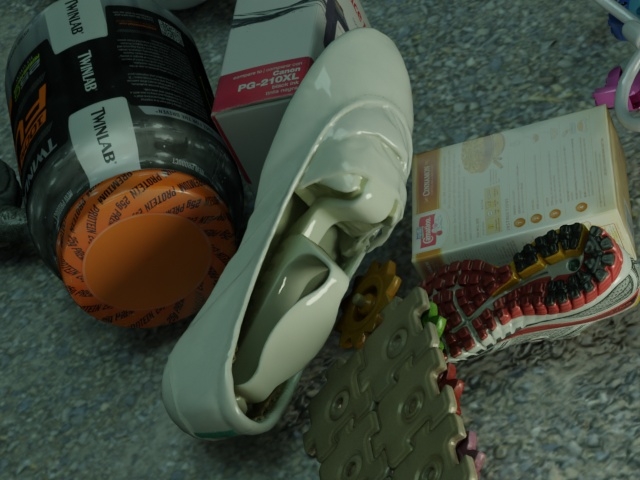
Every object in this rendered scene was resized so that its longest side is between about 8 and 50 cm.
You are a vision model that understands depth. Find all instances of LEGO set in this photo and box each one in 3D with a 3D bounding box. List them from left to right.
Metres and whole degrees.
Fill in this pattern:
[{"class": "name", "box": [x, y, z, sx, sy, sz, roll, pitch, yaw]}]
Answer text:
[{"class": "LEGO set", "box": [0.285, -0.223, 1.804, 0.093, 0.087, 0.227, -8, 42, 23]}]

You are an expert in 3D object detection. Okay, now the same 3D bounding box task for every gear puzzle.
[{"class": "gear puzzle", "box": [0.056, 0.141, 1.547, 0.175, 0.044, 0.339, -49, 29, 25]}]

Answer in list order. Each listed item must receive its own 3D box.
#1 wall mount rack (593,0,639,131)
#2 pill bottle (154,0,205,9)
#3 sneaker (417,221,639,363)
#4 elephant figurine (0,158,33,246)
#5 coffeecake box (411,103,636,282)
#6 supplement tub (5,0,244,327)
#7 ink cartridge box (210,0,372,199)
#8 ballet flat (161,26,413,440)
[{"class": "wall mount rack", "box": [0.317, -0.283, 1.648, 0.350, 0.130, 0.304, -53, 28, 13]}, {"class": "pill bottle", "box": [-0.216, -0.368, 2.176, 0.323, 0.181, 0.181, 17, 57, 42]}, {"class": "sneaker", "box": [0.168, 0.060, 1.577, 0.225, 0.093, 0.088, -18, 58, 34]}, {"class": "elephant figurine", "box": [-0.389, -0.046, 1.976, 0.239, 0.186, 0.169, -17, -4, -3]}, {"class": "coffeecake box", "box": [0.178, -0.031, 1.670, 0.185, 0.068, 0.142, -14, 42, 16]}, {"class": "supplement tub", "box": [-0.192, -0.081, 1.830, 0.207, 0.207, 0.338, -25, 39, 3]}, {"class": "ink cartridge box", "box": [-0.015, -0.147, 1.826, 0.100, 0.172, 0.237, -11, 42, 19]}, {"class": "ballet flat", "box": [0.000, 0.000, 1.630, 0.139, 0.139, 0.400, 18, 76, 42]}]
